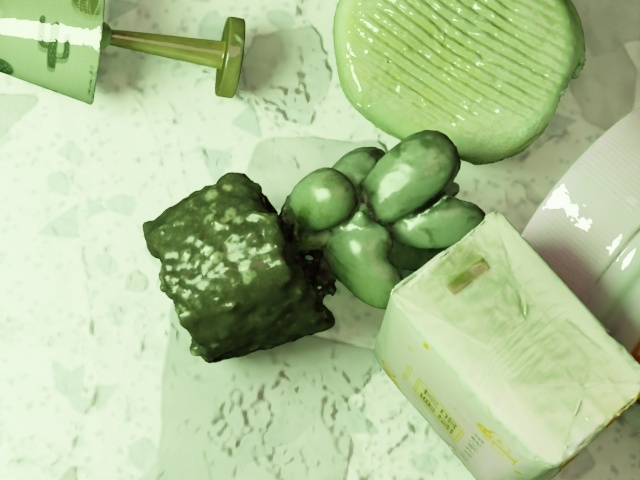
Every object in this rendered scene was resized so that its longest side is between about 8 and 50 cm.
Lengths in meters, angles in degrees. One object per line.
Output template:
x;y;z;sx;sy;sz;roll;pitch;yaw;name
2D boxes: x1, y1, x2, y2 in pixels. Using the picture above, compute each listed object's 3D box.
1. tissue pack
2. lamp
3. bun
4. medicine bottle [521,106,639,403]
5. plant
0.145;0.102;1.452;0.124;0.225;0.185;-38;79;-11;tissue pack
-0.175;-0.174;1.569;0.215;0.121;0.121;9;74;-10;lamp
0.117;-0.169;1.587;0.221;0.108;0.221;0;83;0;bun
0.328;0.061;1.463;0.202;0.202;0.316;-42;70;-12;medicine bottle
-0.001;-0.001;1.505;0.275;0.146;0.149;-19;62;-5;plant
